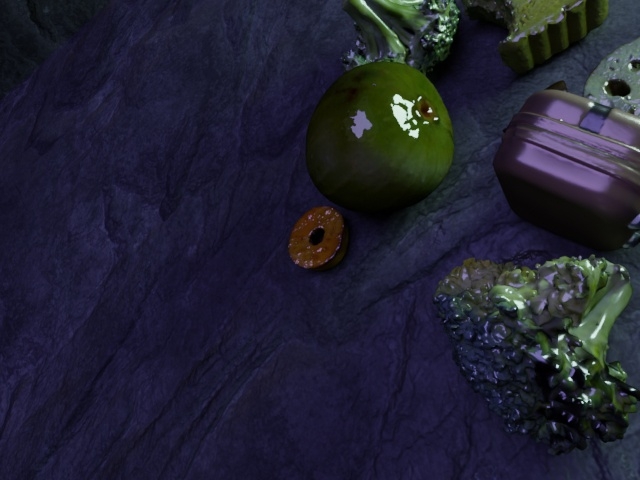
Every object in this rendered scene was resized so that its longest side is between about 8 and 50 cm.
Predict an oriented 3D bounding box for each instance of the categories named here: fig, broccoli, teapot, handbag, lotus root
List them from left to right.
[{"bbox_3d":[0.099,-0.191,1.022,0.316,0.316,0.316,-12,63,26],"label":"fig"},{"bbox_3d":[0.171,-0.470,1.136,0.260,0.235,0.288,18,67,0],"label":"broccoli"},{"bbox_3d":[0.343,0.142,0.757,0.281,0.348,0.293,-37,98,1],"label":"broccoli"},{"bbox_3d":[0.448,-0.263,0.969,0.068,0.076,0.121,-25,31,30],"label":"teapot"},{"bbox_3d":[0.424,-0.083,0.766,0.283,0.302,0.149,33,92,31],"label":"handbag"},{"bbox_3d":[0.534,-0.219,0.868,0.138,0.119,0.234,-3,69,29],"label":"lotus root"}]

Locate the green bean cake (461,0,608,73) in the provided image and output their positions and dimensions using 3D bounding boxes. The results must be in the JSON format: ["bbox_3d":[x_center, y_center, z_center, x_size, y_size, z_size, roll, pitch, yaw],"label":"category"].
[{"bbox_3d":[0.436,-0.485,1.039,0.233,0.124,0.236,-27,58,17],"label":"green bean cake"}]

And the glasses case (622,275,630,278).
[{"bbox_3d":[0.467,0.076,0.829,0.083,0.032,0.021,-29,54,18],"label":"glasses case"}]

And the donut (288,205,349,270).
[{"bbox_3d":[0.000,0.000,1.123,0.152,0.058,0.152,-12,62,25],"label":"donut"}]
